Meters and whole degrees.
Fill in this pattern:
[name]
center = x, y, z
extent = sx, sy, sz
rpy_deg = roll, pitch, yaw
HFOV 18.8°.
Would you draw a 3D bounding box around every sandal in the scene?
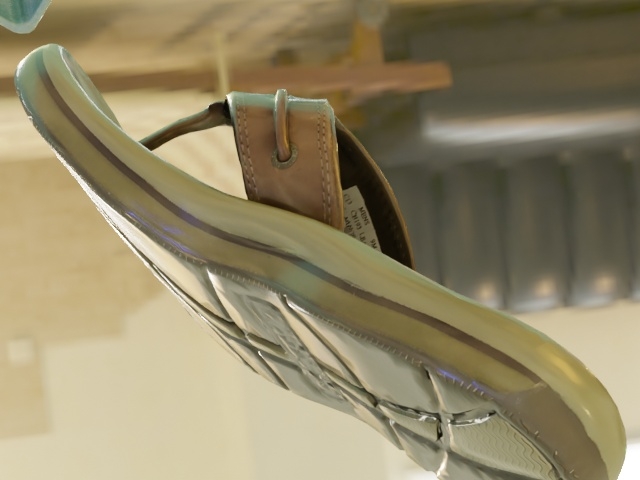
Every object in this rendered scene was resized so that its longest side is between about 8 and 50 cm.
[sandal]
center = 0.001, 0.001, 0.699
extent = 0.303, 0.086, 0.120
rpy_deg = 30, 163, 38

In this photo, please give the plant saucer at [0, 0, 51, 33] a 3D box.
[plant saucer]
center = -0.057, -0.150, 0.512
extent = 0.067, 0.192, 0.018
rpy_deg = 29, -166, -21
